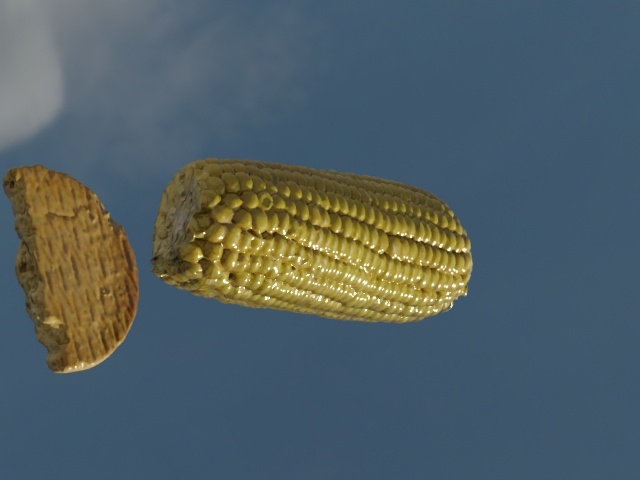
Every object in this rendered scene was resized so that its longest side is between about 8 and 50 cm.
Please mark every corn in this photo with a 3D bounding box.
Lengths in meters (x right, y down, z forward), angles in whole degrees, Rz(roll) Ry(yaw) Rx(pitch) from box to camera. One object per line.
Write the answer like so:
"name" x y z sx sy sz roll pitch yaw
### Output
"corn" 0.000 0.000 1.350 0.144 0.387 0.144 -10 -105 41

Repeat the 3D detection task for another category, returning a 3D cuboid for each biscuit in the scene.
"biscuit" -0.260 0.026 1.573 0.033 0.144 0.224 -24 -100 43
